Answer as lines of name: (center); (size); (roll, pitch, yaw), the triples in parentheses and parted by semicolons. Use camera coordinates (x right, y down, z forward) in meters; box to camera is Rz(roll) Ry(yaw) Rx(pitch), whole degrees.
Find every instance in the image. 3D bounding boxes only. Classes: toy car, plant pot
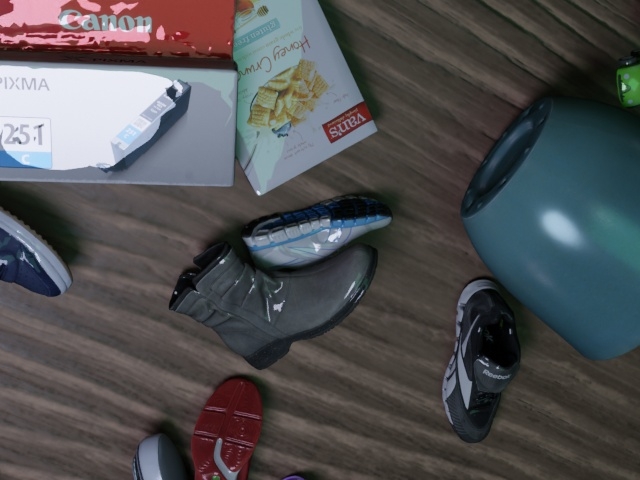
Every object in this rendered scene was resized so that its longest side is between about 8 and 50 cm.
toy car: (0.433, -0.220, 1.267); (0.225, 0.053, 0.239); (-35, 118, -47)
plant pot: (0.317, -0.037, 1.239); (0.235, 0.293, 0.293); (33, 95, -8)

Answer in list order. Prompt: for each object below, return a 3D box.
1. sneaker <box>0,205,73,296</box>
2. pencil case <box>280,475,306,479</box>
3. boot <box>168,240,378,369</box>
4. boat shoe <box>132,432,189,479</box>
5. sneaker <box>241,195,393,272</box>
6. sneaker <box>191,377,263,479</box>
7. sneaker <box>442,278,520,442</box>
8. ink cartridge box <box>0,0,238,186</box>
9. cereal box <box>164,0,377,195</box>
sneaker: (-0.424, 0.013, 1.111); (0.282, 0.099, 0.153); (39, 63, -16)
pencil case: (-0.010, 0.420, 1.378); (0.086, 0.088, 0.206); (-32, 111, -6)
boot: (-0.063, 0.054, 1.219); (0.161, 0.083, 0.246); (39, 121, -23)
boat shoe: (-0.214, 0.385, 1.303); (0.105, 0.113, 0.306); (-7, 121, 3)
sneaker: (0.000, 0.000, 1.276); (0.191, 0.071, 0.083); (-13, 115, -3)
sneaker: (-0.127, 0.296, 1.324); (0.087, 0.128, 0.221); (15, 71, 3)
sneaker: (0.220, 0.177, 1.360); (0.078, 0.106, 0.234); (0, 106, -15)
ink cartridge box: (-0.239, -0.194, 1.116); (0.296, 0.066, 0.261); (1, 112, -7)
cereal box: (-0.057, -0.196, 1.206); (0.173, 0.047, 0.240); (-30, 111, -4)
